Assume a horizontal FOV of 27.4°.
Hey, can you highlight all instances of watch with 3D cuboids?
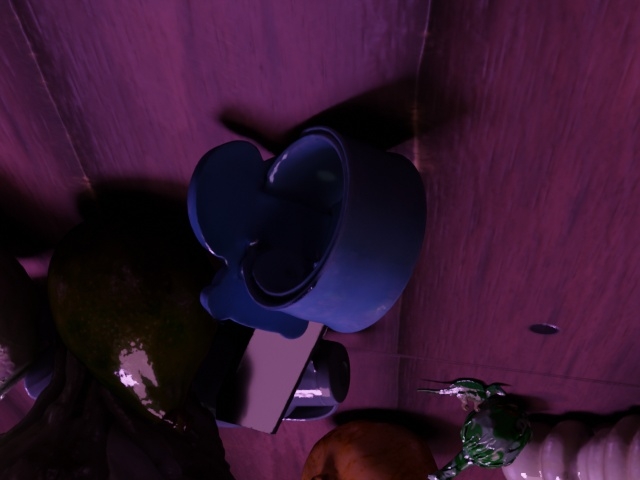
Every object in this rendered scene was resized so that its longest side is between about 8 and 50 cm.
[{"bbox_3d":[0.000,0.000,1.172,0.211,0.211,0.193,24,171,-31],"label":"watch"}]

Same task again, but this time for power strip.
[{"bbox_3d":[-0.402,0.130,1.668,0.253,0.167,0.054,4,123,21],"label":"power strip"}]

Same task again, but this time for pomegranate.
[{"bbox_3d":[0.072,0.393,2.005,0.248,0.248,0.248,8,157,3],"label":"pomegranate"}]

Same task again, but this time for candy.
[{"bbox_3d":[0.162,0.341,1.852,0.323,0.097,0.097,-41,137,13],"label":"candy"}]

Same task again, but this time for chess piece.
[{"bbox_3d":[0.367,0.310,1.837,0.251,0.144,0.144,-4,154,39],"label":"chess piece"}]

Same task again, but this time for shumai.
[{"bbox_3d":[-0.227,0.206,1.496,0.309,0.263,0.304,17,156,-38],"label":"shumai"}]

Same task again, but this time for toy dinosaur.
[{"bbox_3d":[0.193,0.204,1.795,0.120,0.029,0.060,11,144,6],"label":"toy dinosaur"}]

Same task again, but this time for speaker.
[{"bbox_3d":[-0.050,0.125,1.519,0.082,0.044,0.218,16,121,-13],"label":"speaker"}]

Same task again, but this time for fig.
[{"bbox_3d":[-0.194,0.089,1.398,0.195,0.244,0.195,-9,160,-3],"label":"fig"}]

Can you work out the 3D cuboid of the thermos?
[{"bbox_3d":[-0.100,0.177,1.673,0.287,0.145,0.182,0,145,21],"label":"thermos"}]

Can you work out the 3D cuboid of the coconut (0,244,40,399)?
[{"bbox_3d":[-0.478,0.095,1.454,0.329,0.281,0.328,-11,154,-6],"label":"coconut"}]
